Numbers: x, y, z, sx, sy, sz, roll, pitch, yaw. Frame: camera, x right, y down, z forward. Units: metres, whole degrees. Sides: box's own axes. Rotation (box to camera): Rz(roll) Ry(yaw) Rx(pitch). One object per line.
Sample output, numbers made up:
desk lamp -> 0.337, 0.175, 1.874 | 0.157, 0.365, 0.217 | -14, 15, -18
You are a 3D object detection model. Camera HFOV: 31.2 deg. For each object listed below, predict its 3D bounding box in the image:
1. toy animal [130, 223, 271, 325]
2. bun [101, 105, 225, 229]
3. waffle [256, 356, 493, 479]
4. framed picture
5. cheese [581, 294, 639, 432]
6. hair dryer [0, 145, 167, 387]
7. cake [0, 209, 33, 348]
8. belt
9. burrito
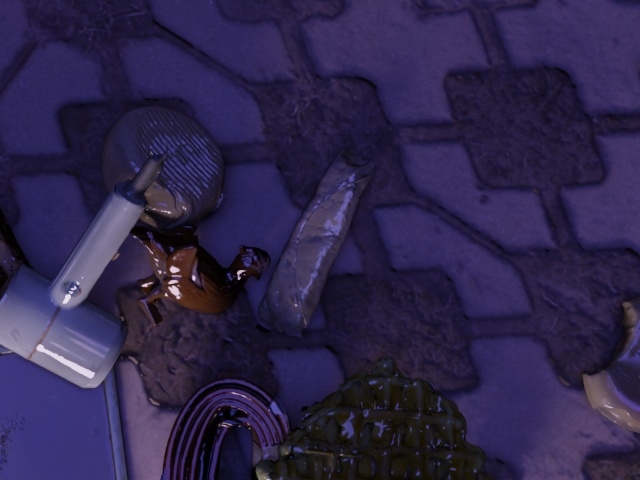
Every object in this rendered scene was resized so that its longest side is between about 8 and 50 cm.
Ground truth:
toy animal -> -0.171, 0.028, 1.537 | 0.179, 0.089, 0.188 | -28, 127, 9
bun -> -0.220, -0.090, 1.565 | 0.166, 0.113, 0.173 | -2, 62, -36
waffle -> 0.085, 0.319, 1.482 | 0.317, 0.073, 0.297 | -38, 94, -25
framed picture -> -0.376, 0.267, 1.553 | 0.216, 0.016, 0.274 | -6, 83, -16
cheese -> 0.467, 0.119, 1.543 | 0.163, 0.082, 0.286 | 24, 82, 4
hair dryer -> -0.279, 0.024, 1.461 | 0.173, 0.108, 0.357 | 30, 115, -16
cake -> -0.454, 0.046, 1.547 | 0.112, 0.135, 0.246 | -31, 84, -3
belt -> -0.116, 0.315, 1.522 | 0.184, 0.105, 0.262 | 9, 83, 1
burrito -> 0.000, 0.000, 1.578 | 0.082, 0.059, 0.275 | 25, 84, 19
